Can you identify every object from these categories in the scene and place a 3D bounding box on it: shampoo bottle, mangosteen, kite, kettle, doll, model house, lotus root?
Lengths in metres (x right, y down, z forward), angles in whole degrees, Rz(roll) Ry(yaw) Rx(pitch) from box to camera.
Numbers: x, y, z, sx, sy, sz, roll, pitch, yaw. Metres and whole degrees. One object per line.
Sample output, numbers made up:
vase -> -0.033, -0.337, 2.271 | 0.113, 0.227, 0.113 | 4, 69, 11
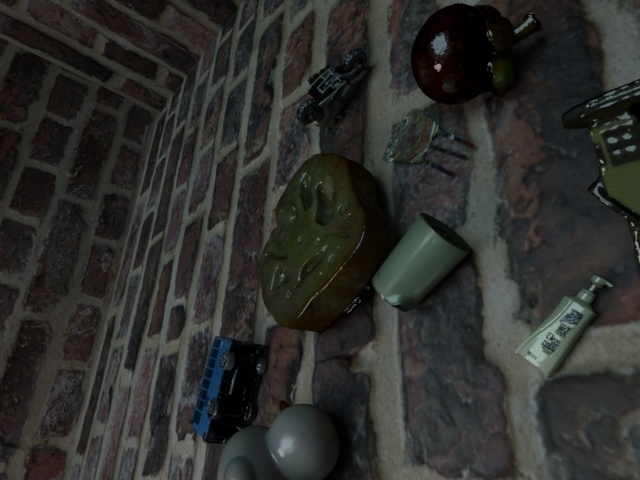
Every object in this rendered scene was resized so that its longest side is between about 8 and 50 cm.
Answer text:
shampoo bottle -> 0.308, 0.103, 0.506 | 0.141, 0.034, 0.049 | -59, 32, 11
mangosteen -> 0.247, -0.314, 0.686 | 0.184, 0.173, 0.172 | 33, 100, 33
kite -> 0.206, -0.184, 0.792 | 0.127, 0.016, 0.229 | -61, 34, 16
kettle -> 0.157, 0.032, 0.678 | 0.148, 0.098, 0.126 | -55, 44, 24
doll -> -0.055, 0.408, 0.704 | 0.221, 0.221, 0.250 | -49, 38, 25
model house -> 0.401, -0.038, 0.377 | 0.219, 0.205, 0.278 | -19, 88, 47
lotus root -> 0.000, 0.000, 0.859 | 0.375, 0.111, 0.389 | -2, 71, 55

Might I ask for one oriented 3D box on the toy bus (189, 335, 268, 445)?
toy bus -> -0.225, 0.361, 0.984 | 0.134, 0.116, 0.233 | -5, 67, 51

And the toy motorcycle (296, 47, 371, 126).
toy motorcycle -> 0.036, -0.378, 1.026 | 0.229, 0.130, 0.094 | -44, 65, 11
